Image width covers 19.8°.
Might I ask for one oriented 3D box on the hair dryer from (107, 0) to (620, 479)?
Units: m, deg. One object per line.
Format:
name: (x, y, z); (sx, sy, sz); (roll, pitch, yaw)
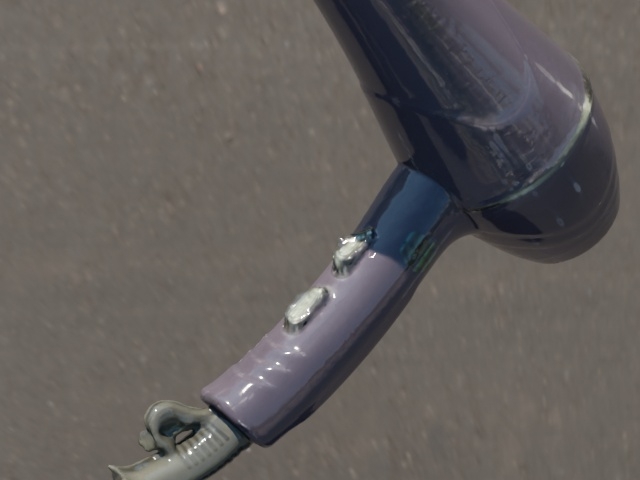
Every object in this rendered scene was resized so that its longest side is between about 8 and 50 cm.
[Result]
hair dryer: (0.000, 0.000, 1.009); (0.361, 0.301, 0.121); (-53, 42, -9)
